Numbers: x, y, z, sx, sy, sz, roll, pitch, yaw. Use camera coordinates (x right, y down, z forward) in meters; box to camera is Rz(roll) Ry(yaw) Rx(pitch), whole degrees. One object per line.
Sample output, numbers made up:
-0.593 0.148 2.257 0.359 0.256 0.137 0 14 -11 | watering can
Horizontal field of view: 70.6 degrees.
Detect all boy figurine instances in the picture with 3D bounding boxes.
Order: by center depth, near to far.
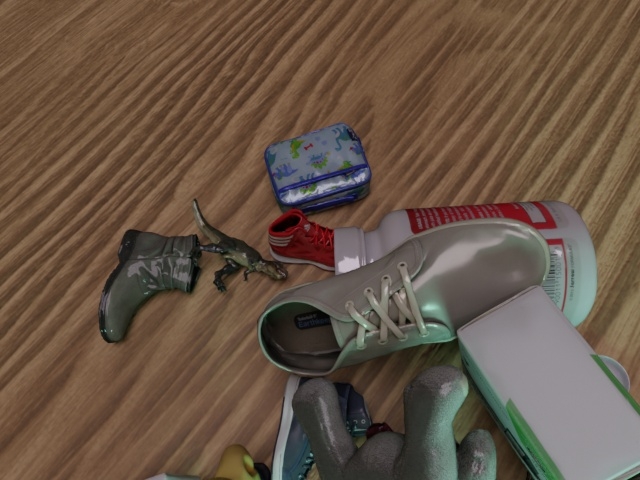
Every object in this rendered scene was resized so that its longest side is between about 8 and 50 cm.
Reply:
-0.120 0.386 0.641 0.092 0.285 0.177 -11 68 -2 | boy figurine

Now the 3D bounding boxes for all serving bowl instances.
0.501 0.249 0.807 0.083 0.027 0.083 -1 64 2 | serving bowl

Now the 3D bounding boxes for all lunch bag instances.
-0.004 -0.152 1.001 0.219 0.090 0.176 -15 67 -2 | lunch bag

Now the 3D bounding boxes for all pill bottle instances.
0.231 0.052 0.807 0.407 0.229 0.229 -3 64 3 | pill bottle

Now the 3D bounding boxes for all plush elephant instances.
0.154 0.334 0.628 0.272 0.255 0.330 -28 63 35 | plush elephant

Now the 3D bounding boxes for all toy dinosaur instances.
-0.198 0.028 0.931 0.268 0.064 0.118 36 56 9 | toy dinosaur

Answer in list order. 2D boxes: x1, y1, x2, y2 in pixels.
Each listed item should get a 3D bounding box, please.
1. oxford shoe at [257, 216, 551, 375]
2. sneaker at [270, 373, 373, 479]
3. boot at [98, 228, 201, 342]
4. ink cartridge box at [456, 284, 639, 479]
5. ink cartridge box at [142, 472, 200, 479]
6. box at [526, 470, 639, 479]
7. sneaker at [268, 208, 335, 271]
0.098 0.095 0.649 0.449 0.130 0.169 -19 95 19 | oxford shoe
0.008 0.348 0.760 0.163 0.086 0.226 5 64 9 | sneaker
-0.336 0.089 0.914 0.161 0.083 0.246 7 66 1 | boot
0.299 0.217 0.619 0.121 0.289 0.211 -31 59 2 | ink cartridge box
-0.314 0.489 0.664 0.273 0.114 0.197 -22 56 5 | ink cartridge box
0.496 0.413 0.703 0.322 0.079 0.257 18 65 12 | box
0.000 0.000 0.903 0.221 0.128 0.087 -2 64 3 | sneaker
